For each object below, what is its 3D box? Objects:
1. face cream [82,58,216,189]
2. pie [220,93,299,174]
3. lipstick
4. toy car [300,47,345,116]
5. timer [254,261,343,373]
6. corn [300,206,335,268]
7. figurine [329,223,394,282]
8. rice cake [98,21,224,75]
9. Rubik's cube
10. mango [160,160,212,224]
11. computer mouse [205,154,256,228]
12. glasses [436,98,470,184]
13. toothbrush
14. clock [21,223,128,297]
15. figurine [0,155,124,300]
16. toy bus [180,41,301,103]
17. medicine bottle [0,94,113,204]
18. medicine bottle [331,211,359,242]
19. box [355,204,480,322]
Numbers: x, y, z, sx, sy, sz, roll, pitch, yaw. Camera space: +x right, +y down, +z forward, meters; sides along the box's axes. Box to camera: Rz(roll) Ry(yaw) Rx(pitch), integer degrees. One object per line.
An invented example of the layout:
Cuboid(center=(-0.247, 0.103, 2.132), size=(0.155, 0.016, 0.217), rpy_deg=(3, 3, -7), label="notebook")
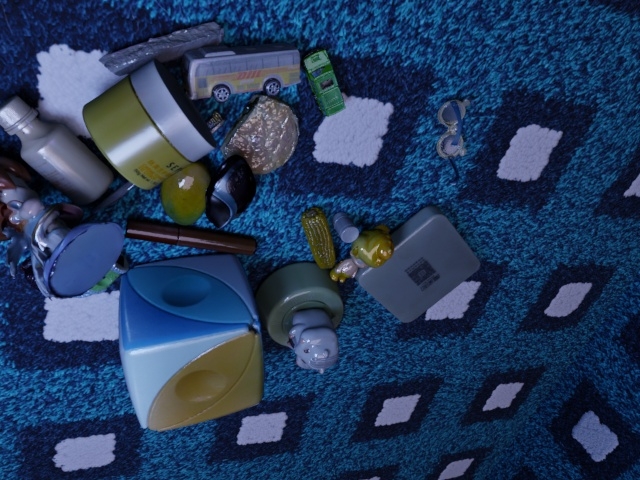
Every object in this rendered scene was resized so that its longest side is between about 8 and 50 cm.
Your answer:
Cuboid(center=(-0.363, -0.245, 0.987), size=(0.180, 0.218, 0.218), rpy_deg=(-32, 130, 3), label="face cream")
Cuboid(center=(-0.145, -0.258, 1.174), size=(0.185, 0.052, 0.218), rpy_deg=(32, 107, -35), label="pie")
Cuboid(center=(-0.350, -0.006, 1.271), size=(0.357, 0.057, 0.057), rpy_deg=(9, 120, -27), label="lipstick")
Cuboid(center=(0.011, -0.389, 1.135), size=(0.071, 0.062, 0.165), rpy_deg=(-26, 129, -2), label="toy car")
Cuboid(center=(-0.037, 0.269, 1.430), size=(0.291, 0.315, 0.290), rpy_deg=(-10, 127, -14), label="timer")
Cuboid(center=(0.000, 0.000, 1.401), size=(0.080, 0.080, 0.230), rpy_deg=(-22, 129, -6), label="corn")
Cuboid(center=(0.131, 0.049, 1.433), size=(0.246, 0.131, 0.156), rpy_deg=(-38, 143, 28), label="figurine")
Cuboid(center=(-0.337, -0.413, 0.986), size=(0.270, 0.048, 0.055), rpy_deg=(-21, 166, -7), label="rice cake")
Cuboid(center=(-0.354, 0.271, 1.280), size=(0.348, 0.351, 0.351), rpy_deg=(-9, 129, -16), label="Rubik's cube")
Cuboid(center=(-0.343, -0.120, 1.175), size=(0.130, 0.091, 0.194), rpy_deg=(-9, 136, -22), label="mango")
Cuboid(center=(-0.222, -0.114, 1.159), size=(0.137, 0.096, 0.233), rpy_deg=(-52, 174, -28), label="computer mouse")
Cuboid(center=(0.359, -0.273, 1.289), size=(0.088, 0.220, 0.189), rpy_deg=(8, 132, 20), label="glasses")
Cuboid(center=(-0.408, -0.184, 1.134), size=(0.414, 0.035, 0.042), rpy_deg=(-35, 109, 4), label="toothbrush")
Cuboid(center=(-0.636, 0.072, 1.186), size=(0.196, 0.100, 0.194), rpy_deg=(-33, 131, 4), label="clock")
Cuboid(center=(-0.650, -0.029, 0.965), size=(0.248, 0.388, 0.276), rpy_deg=(-54, 171, -24), label="figurine")
Cuboid(center=(-0.176, -0.381, 1.027), size=(0.269, 0.092, 0.106), rpy_deg=(-16, 131, -23), label="toy bus")
Cuboid(center=(-0.585, -0.196, 1.001), size=(0.114, 0.114, 0.252), rpy_deg=(-33, 130, 3), label="medicine bottle")
Cuboid(center=(0.075, -0.041, 1.393), size=(0.058, 0.091, 0.058), rpy_deg=(-11, 127, -14), label="medicine bottle")
Cuboid(center=(0.342, 0.095, 1.604), size=(0.367, 0.090, 0.373), rpy_deg=(-40, 130, 10), label="box")
